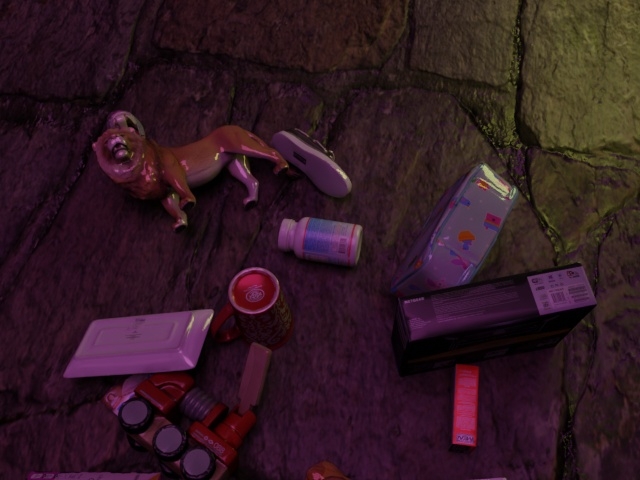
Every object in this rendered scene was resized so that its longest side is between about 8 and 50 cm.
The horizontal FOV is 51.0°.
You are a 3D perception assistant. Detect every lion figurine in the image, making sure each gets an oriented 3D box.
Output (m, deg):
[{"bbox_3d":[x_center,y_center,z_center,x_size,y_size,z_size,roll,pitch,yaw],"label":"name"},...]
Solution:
[{"bbox_3d":[-0.258,-0.166,1.420,0.392,0.142,0.240,-18,61,-31],"label":"lion figurine"}]

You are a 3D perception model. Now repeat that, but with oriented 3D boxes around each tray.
[{"bbox_3d":[-0.341,0.183,1.248,0.271,0.030,0.145,-7,38,15],"label":"tray"}]

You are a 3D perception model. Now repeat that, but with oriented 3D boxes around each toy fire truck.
[{"bbox_3d":[-0.204,0.288,1.190,0.217,0.158,0.246,31,56,19],"label":"toy fire truck"}]

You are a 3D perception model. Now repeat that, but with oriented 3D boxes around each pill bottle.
[{"bbox_3d":[0.000,0.000,1.353,0.160,0.087,0.087,9,63,8],"label":"pill bottle"}]

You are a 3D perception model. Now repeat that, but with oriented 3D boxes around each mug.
[{"bbox_3d":[-0.123,0.139,1.240,0.113,0.169,0.150,35,69,19],"label":"mug"}]

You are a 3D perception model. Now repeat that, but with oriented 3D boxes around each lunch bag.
[{"bbox_3d":[0.248,-0.001,1.263,0.108,0.224,0.279,35,64,1],"label":"lunch bag"}]

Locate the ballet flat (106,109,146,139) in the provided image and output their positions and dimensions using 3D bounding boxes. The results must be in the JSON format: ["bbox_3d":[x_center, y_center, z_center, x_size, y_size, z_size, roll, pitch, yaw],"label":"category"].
[{"bbox_3d":[-0.431,-0.231,1.505,0.077,0.079,0.221,-25,63,-6],"label":"ballet flat"}]

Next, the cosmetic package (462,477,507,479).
[{"bbox_3d":[0.222,0.479,1.048,0.151,0.151,0.183,-5,62,2],"label":"cosmetic package"}]

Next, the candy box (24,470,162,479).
[{"bbox_3d":[-0.392,0.451,1.096,0.234,0.159,0.071,0,105,2],"label":"candy box"}]

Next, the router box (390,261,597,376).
[{"bbox_3d":[0.285,0.145,1.170,0.309,0.243,0.081,-10,65,-3],"label":"router box"}]

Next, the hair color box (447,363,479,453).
[{"bbox_3d":[0.253,0.298,1.189,0.043,0.072,0.141,6,64,7],"label":"hair color box"}]

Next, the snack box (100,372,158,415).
[{"bbox_3d":[-0.330,0.254,1.274,0.064,0.022,0.178,34,69,18],"label":"snack box"}]

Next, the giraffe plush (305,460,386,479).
[{"bbox_3d":[0.037,0.439,1.070,0.210,0.170,0.181,8,63,8],"label":"giraffe plush"}]

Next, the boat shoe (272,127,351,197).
[{"bbox_3d":[-0.006,-0.177,1.452,0.219,0.077,0.070,41,49,21],"label":"boat shoe"}]
